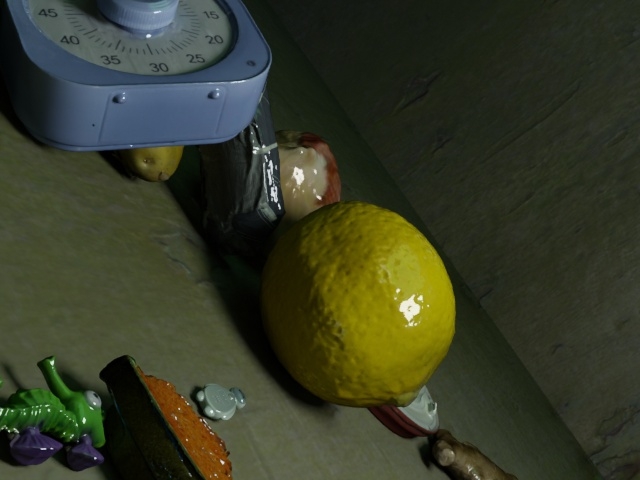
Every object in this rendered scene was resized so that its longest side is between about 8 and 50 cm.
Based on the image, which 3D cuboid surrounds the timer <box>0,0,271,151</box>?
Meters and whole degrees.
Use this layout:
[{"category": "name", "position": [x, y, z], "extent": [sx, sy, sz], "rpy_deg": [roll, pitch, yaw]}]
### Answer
[{"category": "timer", "position": [-0.287, -0.312, 1.442], "extent": [0.395, 0.173, 0.395], "rpy_deg": [12, 45, -12]}]

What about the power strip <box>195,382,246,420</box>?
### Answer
[{"category": "power strip", "position": [-0.133, 0.214, 1.280], "extent": [0.083, 0.035, 0.055], "rpy_deg": [1, 51, -55]}]

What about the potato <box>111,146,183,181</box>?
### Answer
[{"category": "potato", "position": [-0.289, -0.218, 1.595], "extent": [0.300, 0.140, 0.173], "rpy_deg": [-101, 165, -50]}]

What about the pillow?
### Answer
[{"category": "pillow", "position": [-0.140, -0.136, 1.614], "extent": [0.092, 0.161, 0.335], "rpy_deg": [-18, 102, -57]}]

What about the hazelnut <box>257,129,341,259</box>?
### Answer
[{"category": "hazelnut", "position": [-0.077, -0.100, 1.775], "extent": [0.261, 0.241, 0.261], "rpy_deg": [9, 71, -26]}]

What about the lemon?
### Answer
[{"category": "lemon", "position": [0.059, 0.100, 1.566], "extent": [0.336, 0.336, 0.336], "rpy_deg": [48, 15, -17]}]

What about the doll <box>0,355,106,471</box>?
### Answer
[{"category": "doll", "position": [-0.270, 0.161, 0.935], "extent": [0.190, 0.050, 0.115], "rpy_deg": [24, 35, -57]}]

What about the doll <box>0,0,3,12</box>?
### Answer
[{"category": "doll", "position": [-0.522, -0.467, 1.562], "extent": [0.346, 0.099, 0.341], "rpy_deg": [40, 17, -32]}]

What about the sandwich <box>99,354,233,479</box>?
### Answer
[{"category": "sandwich", "position": [-0.165, 0.232, 1.051], "extent": [0.235, 0.079, 0.159], "rpy_deg": [53, 4, -10]}]

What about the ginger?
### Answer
[{"category": "ginger", "position": [0.306, 0.460, 1.945], "extent": [0.333, 0.080, 0.166], "rpy_deg": [35, 6, -31]}]

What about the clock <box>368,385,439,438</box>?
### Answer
[{"category": "clock", "position": [0.129, 0.243, 1.901], "extent": [0.318, 0.080, 0.318], "rpy_deg": [48, 16, -18]}]
